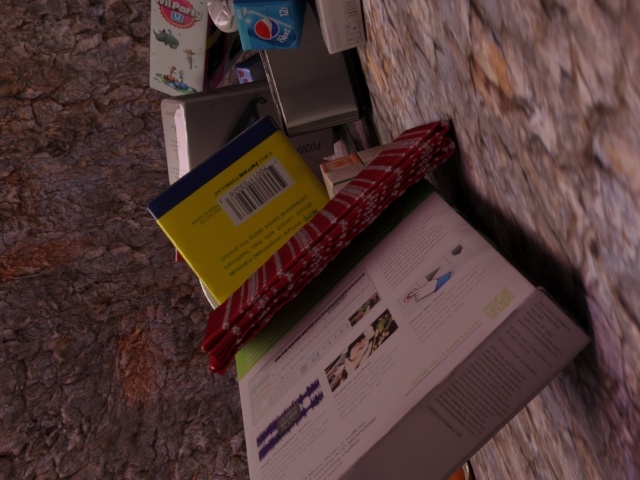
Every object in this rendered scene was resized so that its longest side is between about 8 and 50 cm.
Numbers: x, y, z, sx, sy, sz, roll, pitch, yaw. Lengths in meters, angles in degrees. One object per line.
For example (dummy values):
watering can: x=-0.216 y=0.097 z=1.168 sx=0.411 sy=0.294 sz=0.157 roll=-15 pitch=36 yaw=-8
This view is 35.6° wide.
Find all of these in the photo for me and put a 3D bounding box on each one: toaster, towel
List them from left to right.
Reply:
toaster: x=-0.013 y=-0.221 z=1.282 sx=0.168 sy=0.110 sz=0.185 roll=-113 pitch=6 yaw=-75
towel: x=0.000 y=0.000 z=0.879 sx=0.031 sy=0.275 sz=0.199 roll=47 pitch=179 yaw=-6

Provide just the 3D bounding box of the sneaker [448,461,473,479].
sneaker: x=0.151 y=0.261 z=1.352 sx=0.064 sy=0.067 sz=0.175 roll=74 pitch=180 yaw=-51

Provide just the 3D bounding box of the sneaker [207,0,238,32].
sneaker: x=-0.071 y=-0.356 z=1.366 sx=0.115 sy=0.090 sz=0.232 roll=55 pitch=-129 yaw=-43

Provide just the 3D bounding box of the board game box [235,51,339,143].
board game box: x=-0.051 y=-0.229 z=1.680 sx=0.039 sy=0.160 sz=0.211 roll=13 pitch=131 yaw=41

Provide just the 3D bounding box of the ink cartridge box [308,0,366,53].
ink cartridge box: x=0.005 y=-0.305 z=1.048 sx=0.207 sy=0.046 sz=0.097 roll=76 pitch=176 yaw=-56

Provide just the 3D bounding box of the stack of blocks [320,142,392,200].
stack of blocks: x=0.083 y=0.026 z=1.029 sx=0.297 sy=0.087 sz=0.171 roll=-113 pitch=6 yaw=-67

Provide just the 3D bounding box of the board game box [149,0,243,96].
board game box: x=-0.162 y=-0.389 z=1.499 sx=0.303 sy=0.097 sz=0.224 roll=101 pitch=-166 yaw=-51

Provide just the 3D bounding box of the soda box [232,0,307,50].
soda box: x=-0.049 y=-0.317 z=1.158 sx=0.071 sy=0.067 sz=0.210 roll=77 pitch=-165 yaw=-52

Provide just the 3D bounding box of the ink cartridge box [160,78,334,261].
ink cartridge box: x=-0.104 y=-0.118 z=1.583 sx=0.066 sy=0.296 sz=0.261 roll=17 pitch=117 yaw=45

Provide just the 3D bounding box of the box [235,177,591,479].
box: x=0.041 y=0.079 z=0.732 sx=0.058 sy=0.232 sz=0.322 roll=43 pitch=-173 yaw=-17

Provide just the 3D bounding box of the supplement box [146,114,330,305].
supplement box: x=-0.033 y=0.049 z=1.294 sx=0.356 sy=0.195 sz=0.194 roll=53 pitch=176 yaw=5

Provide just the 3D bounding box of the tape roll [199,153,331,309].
tape roll: x=-0.038 y=0.019 z=1.470 sx=0.100 sy=0.286 sz=0.286 roll=102 pitch=151 yaw=-84
